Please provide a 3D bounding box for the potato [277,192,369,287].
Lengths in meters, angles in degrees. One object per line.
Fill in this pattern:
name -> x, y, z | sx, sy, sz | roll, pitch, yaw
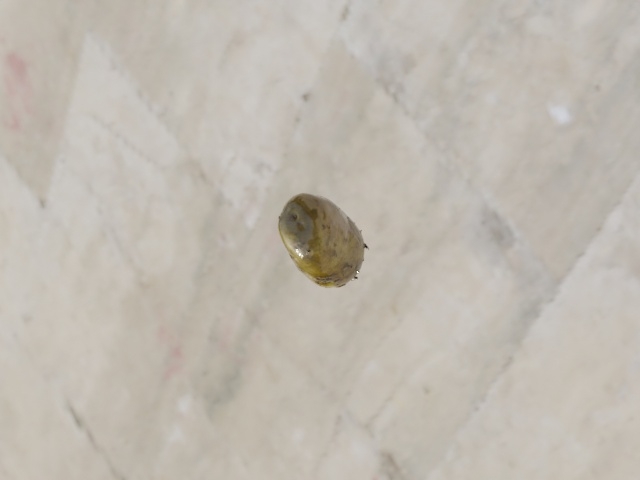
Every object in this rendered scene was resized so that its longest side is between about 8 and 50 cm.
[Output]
potato -> 0.000, 0.000, 1.045 | 0.040, 0.051, 0.083 | -7, 148, 29
